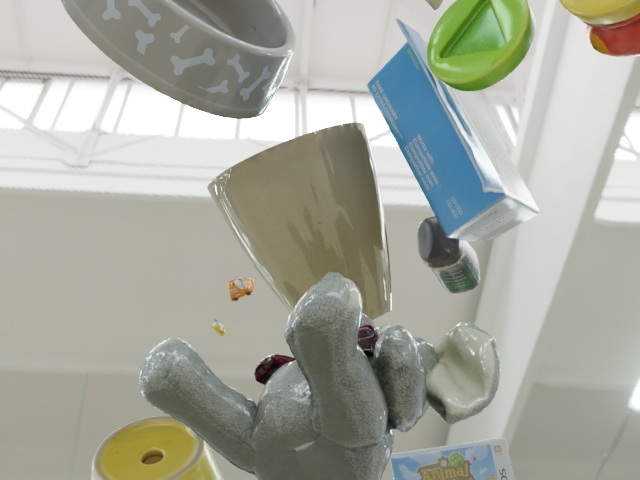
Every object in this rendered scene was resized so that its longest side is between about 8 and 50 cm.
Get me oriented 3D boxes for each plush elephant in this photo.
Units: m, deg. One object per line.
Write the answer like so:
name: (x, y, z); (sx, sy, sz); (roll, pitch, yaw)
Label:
plush elephant: (0.035, 0.151, 0.793); (0.272, 0.255, 0.330); (-31, -78, 33)

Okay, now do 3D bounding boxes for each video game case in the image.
video game case: (0.242, 0.459, 1.293); (0.212, 0.193, 0.023); (-9, -23, 1)

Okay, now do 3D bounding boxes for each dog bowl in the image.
dog bowl: (-0.185, -0.326, 1.031); (0.348, 0.349, 0.102); (29, -59, -22)

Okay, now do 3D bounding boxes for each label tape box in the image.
label tape box: (0.177, -0.133, 1.033); (0.115, 0.249, 0.347); (-31, -15, 22)

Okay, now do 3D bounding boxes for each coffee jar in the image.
coffee jar: (0.238, 0.026, 1.360); (0.079, 0.096, 0.184); (-12, -26, 21)

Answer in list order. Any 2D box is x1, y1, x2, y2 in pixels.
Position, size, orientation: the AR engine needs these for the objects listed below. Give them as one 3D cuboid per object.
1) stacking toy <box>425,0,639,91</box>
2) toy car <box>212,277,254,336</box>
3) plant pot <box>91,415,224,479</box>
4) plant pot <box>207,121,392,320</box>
stacking toy: (0.264, -0.300, 0.887); (0.279, 0.309, 0.130); (-32, -40, 28)
toy car: (-0.172, 0.123, 1.441); (0.060, 0.122, 0.040); (-10, -39, 34)
plant pot: (-0.238, 0.409, 1.103); (0.254, 0.254, 0.239); (-4, -65, 0)
plant pot: (0.000, 0.000, 1.108); (0.256, 0.256, 0.274); (-23, -92, 15)
